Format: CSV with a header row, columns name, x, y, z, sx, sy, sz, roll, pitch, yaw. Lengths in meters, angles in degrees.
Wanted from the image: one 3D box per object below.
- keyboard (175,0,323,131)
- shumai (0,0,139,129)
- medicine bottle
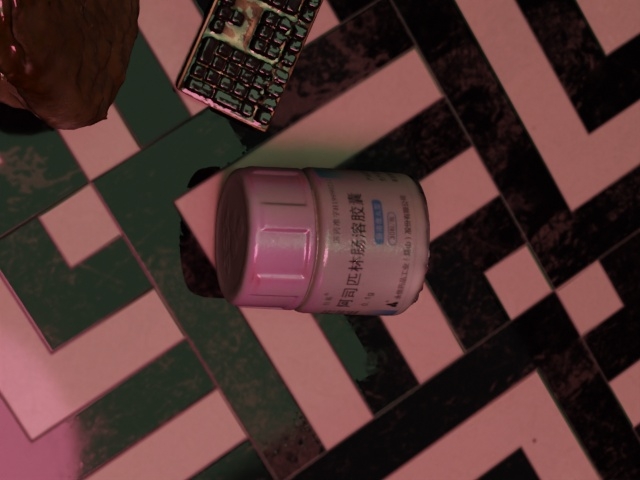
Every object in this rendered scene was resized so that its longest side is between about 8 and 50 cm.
name,x,y,z,sx,sy,sz,roll,pitch,yaw
keyboard,-0.025,-0.259,1.522,0.106,0.027,0.317,24,84,-17
shumai,-0.322,-0.242,1.353,0.289,0.292,0.329,-3,85,18
medicine bottle,0.000,0.000,1.487,0.169,0.135,0.135,3,91,-17
